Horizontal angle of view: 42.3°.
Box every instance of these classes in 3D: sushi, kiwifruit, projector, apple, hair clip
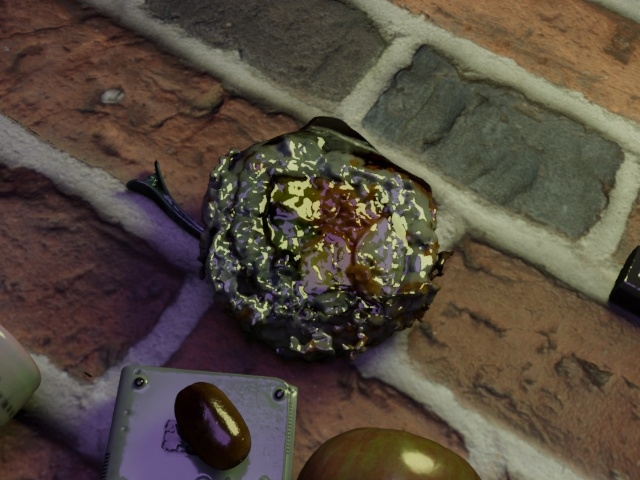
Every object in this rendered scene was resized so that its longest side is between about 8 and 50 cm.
[{"bbox_3d":[-0.003,0.003,1.290,0.418,0.176,0.417,6,62,-12],"label":"sushi"},{"bbox_3d":[-0.138,0.238,1.063,0.075,0.075,0.124,-33,65,-24],"label":"kiwifruit"},{"bbox_3d":[-0.163,0.287,1.134,0.251,0.108,0.198,7,60,-4],"label":"projector"},{"bbox_3d":[0.079,0.366,1.037,0.257,0.257,0.234,23,60,6],"label":"apple"},{"bbox_3d":[-0.218,-0.038,1.367,0.229,0.039,0.070,42,63,11],"label":"hair clip"}]

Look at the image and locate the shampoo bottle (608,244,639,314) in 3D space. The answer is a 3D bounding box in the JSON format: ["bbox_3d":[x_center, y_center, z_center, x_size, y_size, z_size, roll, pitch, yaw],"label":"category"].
[{"bbox_3d":[0.638,0.128,1.359,0.309,0.071,0.098,30,59,10],"label":"shampoo bottle"}]

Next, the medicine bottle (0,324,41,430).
[{"bbox_3d":[-0.562,0.251,1.036,0.219,0.219,0.388,32,59,11],"label":"medicine bottle"}]
